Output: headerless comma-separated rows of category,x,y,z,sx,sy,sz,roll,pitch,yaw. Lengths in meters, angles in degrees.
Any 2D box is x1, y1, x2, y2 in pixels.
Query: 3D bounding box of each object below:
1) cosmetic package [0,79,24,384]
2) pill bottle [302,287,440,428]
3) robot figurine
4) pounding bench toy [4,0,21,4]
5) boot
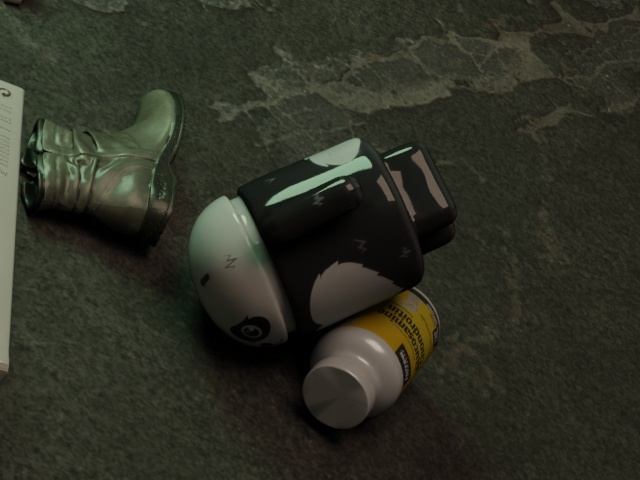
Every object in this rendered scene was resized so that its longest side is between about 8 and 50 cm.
cosmetic package,-0.365,0.019,1.609,0.155,0.197,0.365,21,36,-23
pill bottle,0.051,0.123,1.939,0.103,0.103,0.184,39,34,3
robot figurine,0.001,0.003,1.903,0.278,0.209,0.173,-23,33,-6
pounding bench toy,-0.356,-0.320,2.144,0.052,0.083,0.065,19,7,-29
boot,-0.235,-0.104,1.976,0.161,0.083,0.246,19,36,-15
